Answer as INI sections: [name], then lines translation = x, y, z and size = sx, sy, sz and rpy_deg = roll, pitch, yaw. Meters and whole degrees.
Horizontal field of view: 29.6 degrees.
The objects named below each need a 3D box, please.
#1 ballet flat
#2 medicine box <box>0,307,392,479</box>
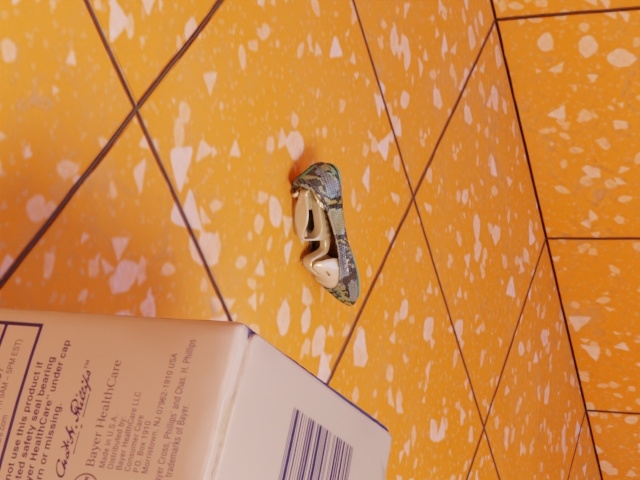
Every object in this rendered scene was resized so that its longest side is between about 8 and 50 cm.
[ballet flat]
translation = 0.000, 0.000, 1.450
size = 0.070, 0.070, 0.188
rpy_deg = -43, 126, -56
[medicine box]
translation = -0.134, 0.163, 0.905
size = 0.263, 0.289, 0.149
rpy_deg = 44, 54, -56
